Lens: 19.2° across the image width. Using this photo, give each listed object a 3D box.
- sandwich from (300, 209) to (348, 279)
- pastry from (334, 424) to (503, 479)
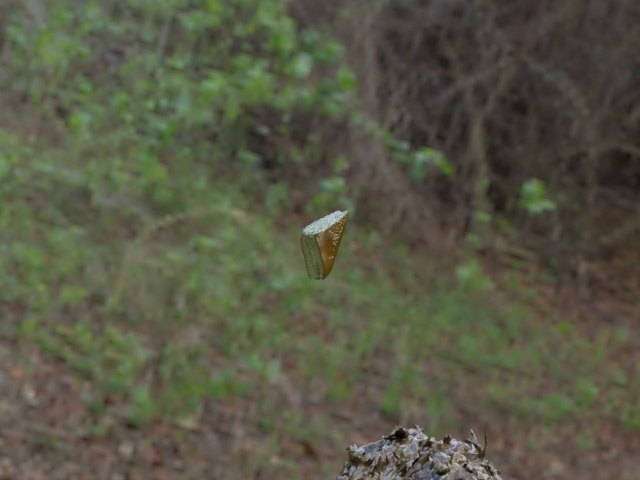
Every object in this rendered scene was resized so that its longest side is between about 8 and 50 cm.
[{"bbox_3d":[0.000,0.000,2.076,0.031,0.083,0.044,9,-11,44],"label":"sandwich"},{"bbox_3d":[0.116,0.328,2.090,0.274,0.275,0.193,16,24,2],"label":"pastry"}]
